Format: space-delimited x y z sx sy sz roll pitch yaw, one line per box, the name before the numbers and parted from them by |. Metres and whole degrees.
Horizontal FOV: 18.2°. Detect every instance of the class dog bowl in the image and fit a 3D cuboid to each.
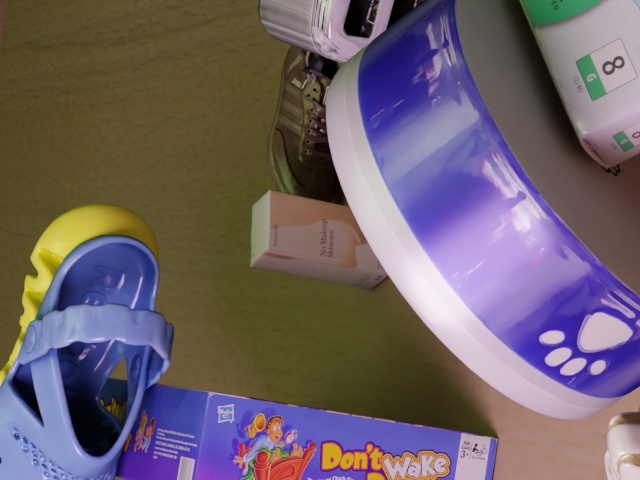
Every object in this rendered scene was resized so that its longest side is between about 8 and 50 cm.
dog bowl | 0.131 -0.031 1.198 0.104 0.265 0.265 -38 42 28

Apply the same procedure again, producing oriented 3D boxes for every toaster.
toaster | 0.032 -0.236 1.721 0.146 0.129 0.227 36 112 63

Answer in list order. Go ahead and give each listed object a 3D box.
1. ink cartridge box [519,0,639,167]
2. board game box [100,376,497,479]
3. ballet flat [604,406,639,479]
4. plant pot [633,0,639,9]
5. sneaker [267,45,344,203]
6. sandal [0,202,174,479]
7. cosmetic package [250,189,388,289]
ink cartridge box | 0.223 -0.170 1.142 0.224 0.056 0.181 -29 57 17
board game box | -0.046 0.166 1.585 0.347 0.233 0.078 177 103 -66
ballet flat | 0.218 0.109 1.187 0.241 0.077 0.091 125 145 -45
plant pot | 0.244 -0.217 0.991 0.247 0.248 0.252 -12 81 24
sneaker | -0.006 -0.115 1.835 0.071 0.066 0.188 137 138 -53
sandal | -0.191 0.136 1.487 0.138 0.126 0.317 43 120 60
cosmetic package | 0.000 0.000 1.703 0.041 0.115 0.060 138 137 -55
